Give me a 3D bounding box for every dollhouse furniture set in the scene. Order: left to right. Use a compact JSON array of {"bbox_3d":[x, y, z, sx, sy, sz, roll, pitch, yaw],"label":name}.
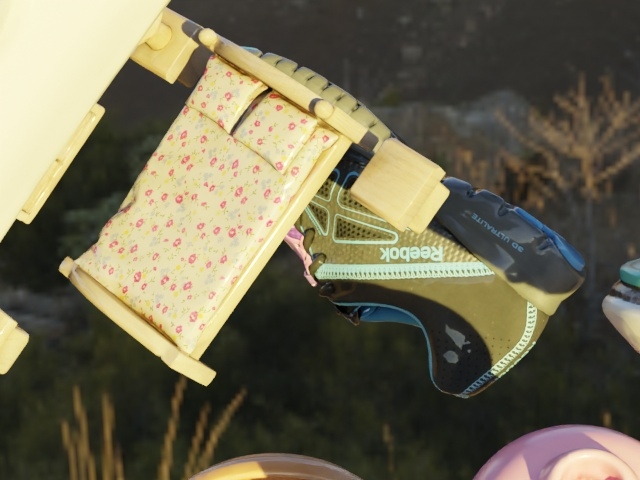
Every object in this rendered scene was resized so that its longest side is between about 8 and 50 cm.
[{"bbox_3d":[-0.154,-0.016,1.029,0.355,0.303,0.174,33,-1,40],"label":"dollhouse furniture set"}]

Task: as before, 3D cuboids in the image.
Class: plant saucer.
[{"bbox_3d":[-0.035,0.229,1.291,0.200,0.200,0.037,-1,47,1],"label":"plant saucer"}]

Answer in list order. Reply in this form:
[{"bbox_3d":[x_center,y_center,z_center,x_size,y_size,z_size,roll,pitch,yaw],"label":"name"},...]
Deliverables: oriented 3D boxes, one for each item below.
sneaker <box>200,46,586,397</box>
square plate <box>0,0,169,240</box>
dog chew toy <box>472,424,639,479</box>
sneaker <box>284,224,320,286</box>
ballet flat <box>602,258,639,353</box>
[{"bbox_3d":[0.020,-0.023,1.166,0.341,0.140,0.125,37,5,28],"label":"sneaker"},{"bbox_3d":[-0.258,-0.127,0.678,0.347,0.344,0.049,39,37,-3],"label":"square plate"},{"bbox_3d":[0.136,0.222,0.913,0.206,0.332,0.207,-1,51,2],"label":"dog chew toy"},{"bbox_3d":[0.000,0.000,1.874,0.095,0.105,0.236,-10,-24,31],"label":"sneaker"},{"bbox_3d":[0.310,0.061,0.706,0.400,0.139,0.139,-5,12,37],"label":"ballet flat"}]
